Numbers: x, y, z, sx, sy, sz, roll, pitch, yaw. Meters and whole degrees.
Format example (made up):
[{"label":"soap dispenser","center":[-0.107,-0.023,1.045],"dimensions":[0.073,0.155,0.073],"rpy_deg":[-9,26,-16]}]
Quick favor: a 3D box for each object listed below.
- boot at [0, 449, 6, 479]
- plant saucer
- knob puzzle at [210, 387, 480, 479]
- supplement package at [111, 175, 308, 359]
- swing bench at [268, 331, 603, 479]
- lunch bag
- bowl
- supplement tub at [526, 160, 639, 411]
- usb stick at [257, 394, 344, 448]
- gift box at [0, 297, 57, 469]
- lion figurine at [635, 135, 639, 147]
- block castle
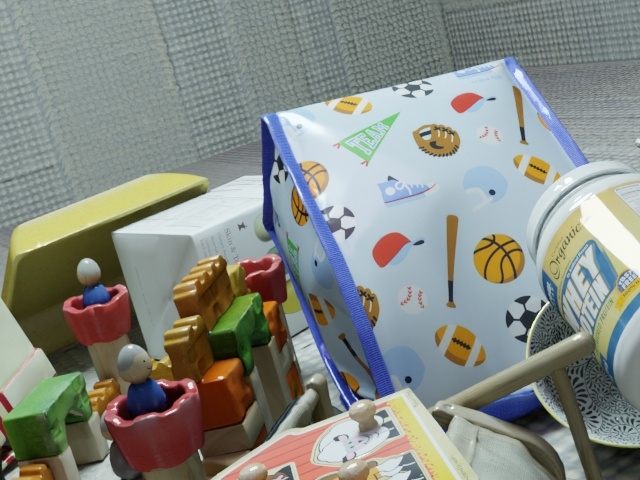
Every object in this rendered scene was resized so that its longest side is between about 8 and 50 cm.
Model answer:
[{"label":"boot","center":[-0.367,0.216,0.682],"dimensions":[0.131,0.260,0.348],"rpy_deg":[-1,19,44]},{"label":"plant saucer","center":[-0.357,0.036,1.527],"dimensions":[0.333,0.081,0.332],"rpy_deg":[-27,-24,-38]},{"label":"knob puzzle","center":[-0.015,0.150,0.629],"dimensions":[0.213,0.030,0.213],"rpy_deg":[-20,12,4]},{"label":"supplement package","center":[-0.117,0.035,1.440],"dimensions":[0.198,0.199,0.263],"rpy_deg":[1,21,46]},{"label":"swing bench","center":[0.076,0.203,0.711],"dimensions":[0.255,0.165,0.253],"rpy_deg":[-14,14,26]},{"label":"lunch bag","center":[0.142,0.026,1.085],"dimensions":[0.328,0.238,0.385],"rpy_deg":[-18,53,-14]},{"label":"bowl","center":[0.274,0.121,0.910],"dimensions":[0.170,0.080,0.170],"rpy_deg":[-6,58,9]},{"label":"supplement tub","center":[0.264,0.034,0.809],"dimensions":[0.144,0.144,0.199],"rpy_deg":[-17,34,-7]},{"label":"usb stick","center":[-0.036,0.225,0.923],"dimensions":[0.077,0.045,0.278],"rpy_deg":[27,24,8]},{"label":"gift box","center":[-0.483,0.162,1.206],"dimensions":[0.255,0.258,0.276],"rpy_deg":[-7,30,33]},{"label":"lion figurine","center":[0.420,0.028,0.773],"dimensions":[0.142,0.392,0.240],"rpy_deg":[-57,-9,10]},{"label":"block castle","center":[-0.202,0.149,1.078],"dimensions":[0.303,0.212,0.453],"rpy_deg":[-11,15,13]}]
